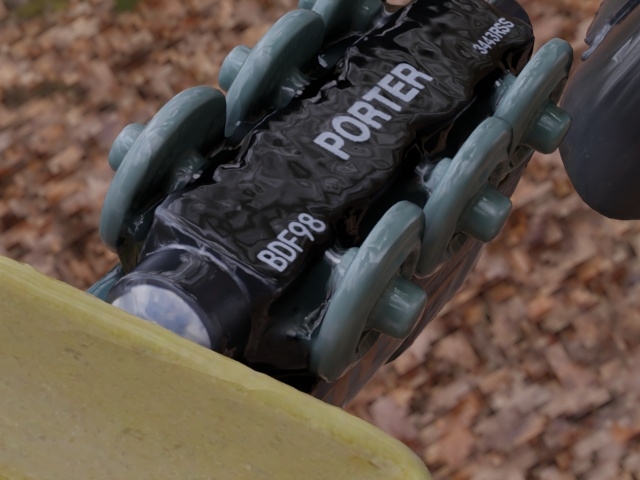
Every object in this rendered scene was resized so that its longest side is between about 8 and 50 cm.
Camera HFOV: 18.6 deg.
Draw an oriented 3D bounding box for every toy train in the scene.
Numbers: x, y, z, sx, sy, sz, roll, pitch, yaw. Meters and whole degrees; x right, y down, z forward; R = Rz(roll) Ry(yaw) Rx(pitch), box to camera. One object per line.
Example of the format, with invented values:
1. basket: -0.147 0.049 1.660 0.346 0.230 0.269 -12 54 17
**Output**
1. toy train: 0.000 0.000 0.861 0.334 0.142 0.190 -46 -18 -52

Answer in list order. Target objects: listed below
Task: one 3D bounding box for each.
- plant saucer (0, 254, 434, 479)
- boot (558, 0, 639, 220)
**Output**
1. plant saucer: -0.177 0.148 0.528 0.081 0.332 0.333 121 174 -66
2. boot: 0.265 -0.149 1.062 0.445 0.146 0.367 -41 5 48
